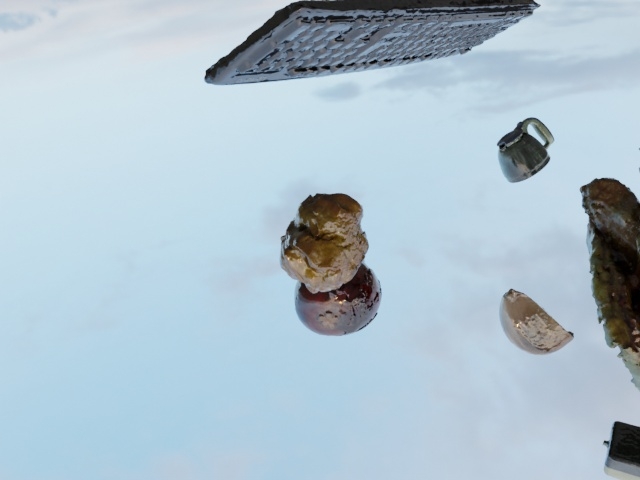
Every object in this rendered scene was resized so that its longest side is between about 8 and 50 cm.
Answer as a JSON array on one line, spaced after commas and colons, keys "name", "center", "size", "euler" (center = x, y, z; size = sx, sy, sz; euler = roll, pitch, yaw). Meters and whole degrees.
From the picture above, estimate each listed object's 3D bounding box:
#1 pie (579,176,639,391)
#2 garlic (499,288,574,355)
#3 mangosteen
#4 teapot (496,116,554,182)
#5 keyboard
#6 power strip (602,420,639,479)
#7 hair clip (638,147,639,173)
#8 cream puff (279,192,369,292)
[{"name": "pie", "center": [0.603, 0.113, 1.109], "size": [0.180, 0.418, 0.395], "euler": [-27, -138, 37]}, {"name": "garlic", "center": [0.445, 0.183, 1.430], "size": [0.101, 0.195, 0.087], "euler": [-50, -165, 11]}, {"name": "mangosteen", "center": [0.032, 0.088, 1.252], "size": [0.166, 0.166, 0.180], "euler": [-4, -135, 6]}, {"name": "teapot", "center": [0.474, -0.213, 1.539], "size": [0.149, 0.108, 0.111], "euler": [-34, -163, 9]}, {"name": "keyboard", "center": [0.046, -0.125, 0.413], "size": [0.250, 0.017, 0.087], "euler": [-22, 179, -45]}, {"name": "power strip", "center": [0.679, 0.433, 1.283], "size": [0.256, 0.070, 0.105], "euler": [12, -143, 25]}, {"name": "hair clip", "center": [0.460, -0.073, 0.797], "size": [0.172, 0.049, 0.116], "euler": [13, 172, -16]}, {"name": "cream puff", "center": [0.000, 0.000, 0.772], "size": [0.122, 0.094, 0.116], "euler": [-32, -154, 19]}]
